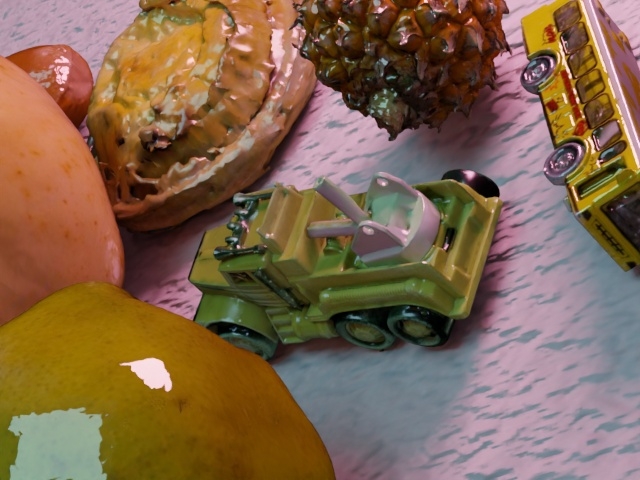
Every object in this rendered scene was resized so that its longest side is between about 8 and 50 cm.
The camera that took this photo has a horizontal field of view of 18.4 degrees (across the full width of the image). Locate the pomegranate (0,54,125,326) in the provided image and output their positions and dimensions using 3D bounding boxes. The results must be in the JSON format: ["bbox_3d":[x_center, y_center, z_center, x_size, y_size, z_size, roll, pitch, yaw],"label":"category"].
[{"bbox_3d":[-0.357,0.018,1.622,0.411,0.411,0.411,-29,41,28],"label":"pomegranate"}]

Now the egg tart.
[{"bbox_3d":[-0.129,-0.137,1.760,0.291,0.107,0.291,-28,40,27],"label":"egg tart"}]

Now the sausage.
[{"bbox_3d":[-0.336,-0.119,1.979,0.274,0.105,0.105,-20,45,36],"label":"sausage"}]

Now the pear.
[{"bbox_3d":[-0.135,0.216,1.300,0.287,0.287,0.375,-7,67,45],"label":"pear"}]

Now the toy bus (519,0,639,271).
[{"bbox_3d":[0.195,-0.080,1.378,0.074,0.081,0.226,-31,36,19],"label":"toy bus"}]

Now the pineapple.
[{"bbox_3d":[0.058,-0.133,1.491,0.161,0.176,0.137,-18,49,39],"label":"pineapple"}]

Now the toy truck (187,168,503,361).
[{"bbox_3d":[0.000,0.002,1.469,0.259,0.135,0.128,-12,50,46],"label":"toy truck"}]
